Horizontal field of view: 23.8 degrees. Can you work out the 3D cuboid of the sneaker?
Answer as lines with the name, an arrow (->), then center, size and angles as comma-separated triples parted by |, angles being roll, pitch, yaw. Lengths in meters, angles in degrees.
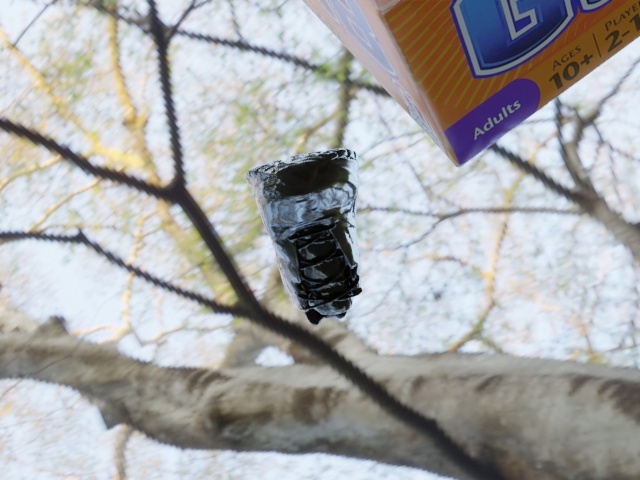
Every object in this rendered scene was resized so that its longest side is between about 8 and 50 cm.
sneaker -> 0.000, 0.000, 1.450 | 0.109, 0.286, 0.130 | -14, -108, 3

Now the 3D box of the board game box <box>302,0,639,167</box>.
board game box -> 0.098, -0.353, 1.099 | 0.356, 0.356, 0.356 | -36, -131, -3
